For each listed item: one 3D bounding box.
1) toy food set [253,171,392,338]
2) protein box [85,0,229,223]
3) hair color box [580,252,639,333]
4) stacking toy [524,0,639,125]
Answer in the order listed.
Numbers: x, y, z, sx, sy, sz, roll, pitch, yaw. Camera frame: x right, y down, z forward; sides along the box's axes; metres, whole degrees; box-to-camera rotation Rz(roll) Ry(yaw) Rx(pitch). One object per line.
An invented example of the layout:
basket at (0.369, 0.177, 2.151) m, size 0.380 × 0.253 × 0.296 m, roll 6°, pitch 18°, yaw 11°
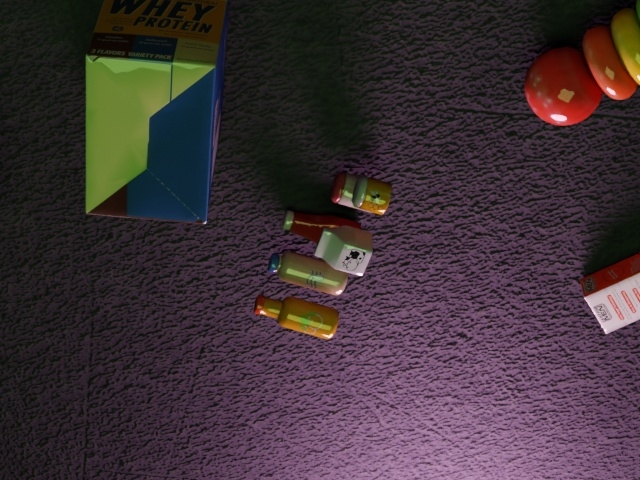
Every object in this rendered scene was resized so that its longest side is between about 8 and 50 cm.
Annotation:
toy food set at (0.000, 0.000, 1.736) m, size 0.104 × 0.111 × 0.232 m, roll 15°, pitch 126°, yaw -10°
protein box at (-0.179, -0.159, 1.576) m, size 0.136 × 0.201 × 0.200 m, roll 5°, pitch 125°, yaw -2°
hair color box at (0.410, 0.056, 1.808) m, size 0.141 × 0.043 × 0.072 m, roll -26°, pitch 120°, yaw 16°
stacking toy at (0.377, -0.223, 1.570) m, size 0.330 × 0.141 × 0.141 m, roll -28°, pitch 120°, yaw 23°
